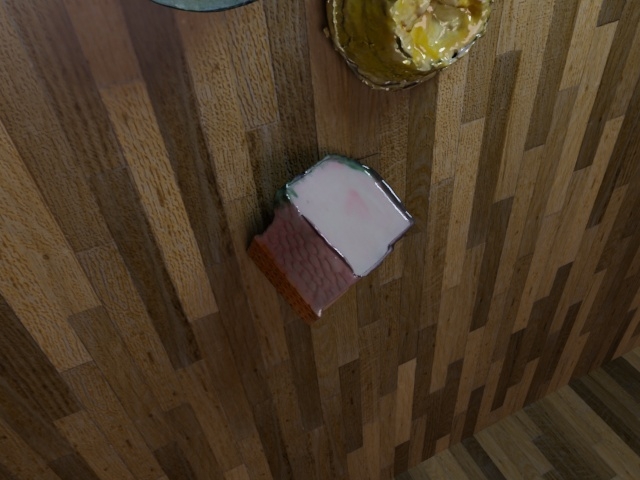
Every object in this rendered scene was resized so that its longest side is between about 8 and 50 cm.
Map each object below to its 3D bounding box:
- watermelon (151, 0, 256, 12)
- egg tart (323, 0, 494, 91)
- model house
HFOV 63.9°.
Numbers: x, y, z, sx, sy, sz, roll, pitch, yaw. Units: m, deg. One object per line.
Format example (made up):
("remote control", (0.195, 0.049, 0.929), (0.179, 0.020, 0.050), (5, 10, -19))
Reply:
("watermelon", (-0.110, -0.398, 0.588), (0.319, 0.148, 0.226), (-24, 118, 6))
("egg tart", (0.161, -0.358, 0.766), (0.315, 0.120, 0.314), (-17, 134, -19))
("model house", (0.000, 0.000, 0.936), (0.237, 0.202, 0.237), (-46, 178, 42))
